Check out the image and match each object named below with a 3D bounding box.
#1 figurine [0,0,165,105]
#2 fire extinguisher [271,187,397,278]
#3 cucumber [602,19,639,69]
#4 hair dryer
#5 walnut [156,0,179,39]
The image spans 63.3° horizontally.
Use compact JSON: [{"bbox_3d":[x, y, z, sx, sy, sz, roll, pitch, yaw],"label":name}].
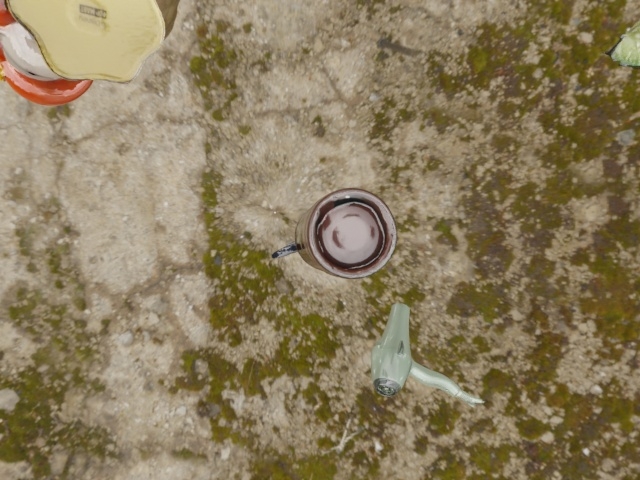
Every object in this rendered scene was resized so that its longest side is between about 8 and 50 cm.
[{"bbox_3d":[-0.332,-0.284,0.660,0.181,0.257,0.208,-47,129,-27],"label":"figurine"},{"bbox_3d":[0.000,0.000,0.720,0.138,0.344,0.101,-21,92,-7],"label":"fire extinguisher"},{"bbox_3d":[0.661,-0.373,0.958,0.326,0.145,0.105,-24,72,-40],"label":"cucumber"},{"bbox_3d":[0.232,0.255,1.185,0.268,0.092,0.229,14,48,-19],"label":"hair dryer"},{"bbox_3d":[-0.396,-0.490,0.983,0.274,0.226,0.273,-1,57,1],"label":"walnut"}]
